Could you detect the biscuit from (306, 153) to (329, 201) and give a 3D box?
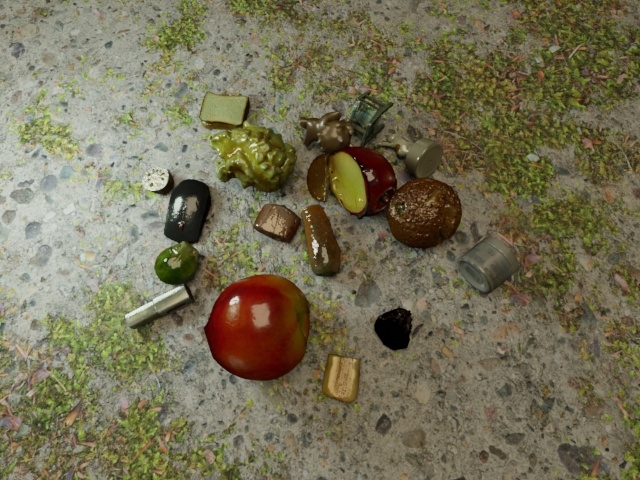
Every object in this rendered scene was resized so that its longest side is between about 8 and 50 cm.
[{"bbox_3d":[-0.010,-0.269,1.830,0.126,0.025,0.206,4,94,44],"label":"biscuit"}]

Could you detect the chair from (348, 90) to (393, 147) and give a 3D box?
[{"bbox_3d":[0.192,-0.533,1.850,0.147,0.136,0.270,32,46,11],"label":"chair"}]

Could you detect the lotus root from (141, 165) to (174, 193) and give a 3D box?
[{"bbox_3d":[-0.713,-0.258,1.857,0.122,0.081,0.112,19,74,8],"label":"lotus root"}]

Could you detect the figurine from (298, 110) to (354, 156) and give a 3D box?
[{"bbox_3d":[0.029,-0.447,1.838,0.248,0.177,0.172,0,77,15],"label":"figurine"}]

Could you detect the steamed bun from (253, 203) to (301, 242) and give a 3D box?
[{"bbox_3d":[-0.179,-0.074,1.768,0.175,0.106,0.144,24,72,-1],"label":"steamed bun"}]

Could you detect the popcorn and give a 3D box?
[{"bbox_3d":[-0.267,-0.355,1.777,0.336,0.279,0.274,27,118,21],"label":"popcorn"}]

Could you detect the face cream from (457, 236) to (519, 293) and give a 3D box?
[{"bbox_3d":[0.647,0.097,1.642,0.153,0.177,0.177,-35,73,-10],"label":"face cream"}]

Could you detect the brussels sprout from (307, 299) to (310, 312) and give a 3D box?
[{"bbox_3d":[-0.083,0.263,1.667,0.085,0.058,0.085,-8,61,15],"label":"brussels sprout"}]

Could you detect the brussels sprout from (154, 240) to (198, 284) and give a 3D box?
[{"bbox_3d":[-0.573,0.093,1.699,0.181,0.144,0.161,-42,39,-1],"label":"brussels sprout"}]

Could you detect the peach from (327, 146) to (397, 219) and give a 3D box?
[{"bbox_3d":[0.179,-0.259,1.768,0.201,0.257,0.361,-13,41,-30],"label":"peach"}]

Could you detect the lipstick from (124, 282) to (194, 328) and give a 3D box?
[{"bbox_3d":[-0.634,0.262,1.667,0.253,0.079,0.077,-26,71,-8],"label":"lipstick"}]

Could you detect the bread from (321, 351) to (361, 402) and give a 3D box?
[{"bbox_3d":[0.078,0.503,1.559,0.134,0.085,0.173,13,70,3],"label":"bread"}]

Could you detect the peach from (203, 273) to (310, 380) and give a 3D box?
[{"bbox_3d":[-0.225,0.307,1.500,0.389,0.388,0.387,0,70,1],"label":"peach"}]

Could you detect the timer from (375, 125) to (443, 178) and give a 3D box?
[{"bbox_3d":[0.382,-0.405,1.866,0.175,0.175,0.266,-42,56,-12],"label":"timer"}]

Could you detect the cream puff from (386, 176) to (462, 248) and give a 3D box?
[{"bbox_3d":[0.424,-0.106,1.664,0.303,0.212,0.302,-5,101,-27],"label":"cream puff"}]

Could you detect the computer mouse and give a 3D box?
[{"bbox_3d":[-0.570,-0.132,1.804,0.169,0.087,0.295,8,73,1],"label":"computer mouse"}]

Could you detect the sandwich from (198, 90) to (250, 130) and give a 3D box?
[{"bbox_3d":[-0.449,-0.606,1.985,0.215,0.065,0.186,6,71,3],"label":"sandwich"}]

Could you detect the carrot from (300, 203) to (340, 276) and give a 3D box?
[{"bbox_3d":[0.000,0.000,1.720,0.139,0.138,0.301,-17,70,-4],"label":"carrot"}]

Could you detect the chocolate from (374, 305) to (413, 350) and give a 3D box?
[{"bbox_3d":[0.300,0.317,1.614,0.156,0.156,0.133,40,48,14],"label":"chocolate"}]
